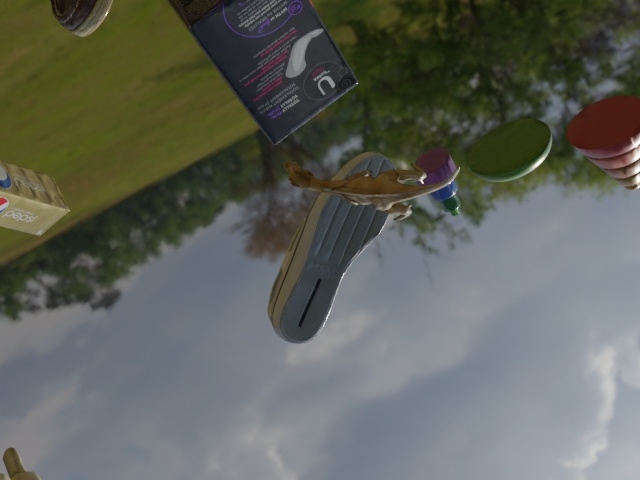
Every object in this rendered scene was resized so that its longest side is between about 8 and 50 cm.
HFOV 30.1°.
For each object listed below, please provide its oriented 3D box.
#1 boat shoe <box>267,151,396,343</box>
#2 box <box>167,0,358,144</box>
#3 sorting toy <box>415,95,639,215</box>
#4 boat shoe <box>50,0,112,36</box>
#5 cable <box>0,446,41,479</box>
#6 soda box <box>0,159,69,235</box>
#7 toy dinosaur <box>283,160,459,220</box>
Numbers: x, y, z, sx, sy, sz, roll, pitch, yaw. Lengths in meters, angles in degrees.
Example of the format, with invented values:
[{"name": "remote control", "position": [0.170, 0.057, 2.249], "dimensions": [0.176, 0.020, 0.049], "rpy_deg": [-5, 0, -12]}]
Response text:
[{"name": "boat shoe", "position": [0.000, 0.000, 1.298], "dimensions": [0.226, 0.083, 0.076], "rpy_deg": [-59, -151, 0]}, {"name": "box", "position": [-0.088, -0.299, 1.716], "dimensions": [0.165, 0.270, 0.143], "rpy_deg": [-36, -132, 1]}, {"name": "sorting toy", "position": [0.318, -0.099, 1.736], "dimensions": [0.365, 0.126, 0.127], "rpy_deg": [-12, -144, 29]}, {"name": "boat shoe", "position": [-0.314, -0.403, 1.382], "dimensions": [0.123, 0.342, 0.123], "rpy_deg": [5, 164, -39]}, {"name": "cable", "position": [-0.159, 0.255, 0.746], "dimensions": [0.072, 0.287, 0.139], "rpy_deg": [-33, 157, -9]}, {"name": "soda box", "position": [-0.395, -0.058, 1.464], "dimensions": [0.058, 0.061, 0.181], "rpy_deg": [-38, 156, 17]}, {"name": "toy dinosaur", "position": [0.055, -0.043, 1.052], "dimensions": [0.183, 0.053, 0.092], "rpy_deg": [4, -176, 32]}]
